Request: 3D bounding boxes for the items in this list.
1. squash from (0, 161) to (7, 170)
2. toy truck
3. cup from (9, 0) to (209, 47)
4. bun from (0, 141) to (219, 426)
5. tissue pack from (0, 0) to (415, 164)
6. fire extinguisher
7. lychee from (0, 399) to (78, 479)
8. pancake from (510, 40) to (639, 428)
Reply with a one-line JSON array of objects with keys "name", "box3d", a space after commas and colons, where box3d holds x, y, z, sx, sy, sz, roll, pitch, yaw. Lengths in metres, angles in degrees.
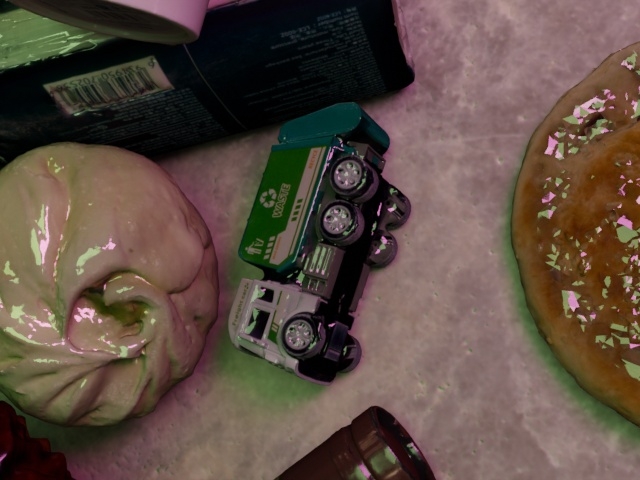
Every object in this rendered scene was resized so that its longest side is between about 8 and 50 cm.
[{"name": "squash", "box3d": [-0.455, -0.016, 0.992, 0.309, 0.310, 0.310, -35, 73, 2]}, {"name": "toy truck", "box3d": [0.000, 0.000, 0.982, 0.124, 0.114, 0.253, 16, 82, 29]}, {"name": "cup", "box3d": [-0.157, -0.272, 0.782, 0.241, 0.185, 0.226, 9, 88, 46]}, {"name": "bun", "box3d": [-0.191, 0.045, 0.944, 0.160, 0.259, 0.259, 16, 81, 50]}, {"name": "tissue pack", "box3d": [-0.136, -0.232, 0.978, 0.416, 0.264, 0.253, -13, 75, 10]}, {"name": "fire extinguisher", "box3d": [-0.049, 0.292, 0.935, 0.341, 0.105, 0.141, -39, 94, 10]}, {"name": "lychee", "box3d": [-0.352, 0.310, 0.832, 0.500, 0.424, 0.425, -32, 70, 38]}, {"name": "pancake", "box3d": [0.349, -0.017, 0.913, 0.387, 0.082, 0.387, -5, 74, 17]}]
